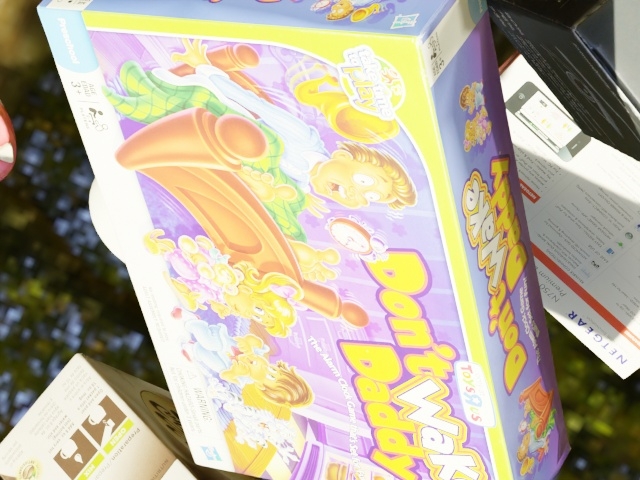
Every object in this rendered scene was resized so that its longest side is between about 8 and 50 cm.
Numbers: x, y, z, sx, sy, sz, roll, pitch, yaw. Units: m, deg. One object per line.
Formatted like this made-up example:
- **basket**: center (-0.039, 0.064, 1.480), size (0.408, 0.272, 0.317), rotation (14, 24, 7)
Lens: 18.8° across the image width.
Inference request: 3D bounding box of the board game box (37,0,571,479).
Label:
- **board game box**: center (0.000, 0.000, 1.108), size (0.233, 0.347, 0.078), rotation (8, -139, 29)

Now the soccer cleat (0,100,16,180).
- **soccer cleat**: center (-0.299, -0.150, 1.433), size (0.248, 0.083, 0.095), rotation (65, 169, -17)

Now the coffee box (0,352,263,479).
- **coffee box**: center (-0.093, 0.235, 1.470), size (0.297, 0.119, 0.168), rotation (42, -175, 33)

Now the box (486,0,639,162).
- **box**: center (0.213, -0.138, 1.307), size (0.153, 0.108, 0.207), rotation (48, 178, -22)

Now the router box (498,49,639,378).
- **router box**: center (0.300, -0.059, 2.013), size (0.335, 0.301, 0.082), rotation (42, -139, -4)

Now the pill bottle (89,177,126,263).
- **pill bottle**: center (-0.113, -0.118, 2.179), size (0.204, 0.361, 0.204), rotation (17, -128, -23)
